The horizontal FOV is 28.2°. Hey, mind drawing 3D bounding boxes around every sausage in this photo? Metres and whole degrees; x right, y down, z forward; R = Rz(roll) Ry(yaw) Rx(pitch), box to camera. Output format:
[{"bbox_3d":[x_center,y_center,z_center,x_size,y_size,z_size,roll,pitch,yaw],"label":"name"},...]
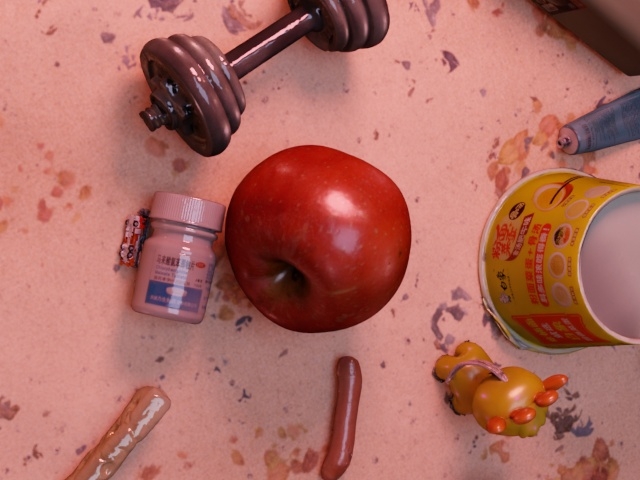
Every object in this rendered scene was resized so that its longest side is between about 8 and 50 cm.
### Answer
[{"bbox_3d":[0.034,0.263,1.874,0.043,0.043,0.186,9,88,-23],"label":"sausage"}]

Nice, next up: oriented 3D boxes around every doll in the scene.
[{"bbox_3d":[0.268,0.224,1.879,0.143,0.221,0.135,-30,106,-16],"label":"doll"}]

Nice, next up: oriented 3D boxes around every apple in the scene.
[{"bbox_3d":[0.000,0.000,1.740,0.260,0.260,0.216,58,45,-14],"label":"apple"}]

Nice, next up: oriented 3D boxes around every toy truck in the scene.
[{"bbox_3d":[-0.254,-0.004,1.752,0.032,0.024,0.083,11,89,-45],"label":"toy truck"}]

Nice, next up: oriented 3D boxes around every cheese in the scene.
[{"bbox_3d":[-0.277,0.278,1.727,0.194,0.065,0.043,-50,115,-16],"label":"cheese"}]

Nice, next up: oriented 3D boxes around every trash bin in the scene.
[{"bbox_3d":[0.440,-0.434,1.970,0.343,0.158,0.223,35,78,-21],"label":"trash bin"}]

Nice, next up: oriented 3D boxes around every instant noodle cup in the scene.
[{"bbox_3d":[0.421,0.037,1.937,0.311,0.221,0.311,0,91,-22],"label":"instant noodle cup"}]

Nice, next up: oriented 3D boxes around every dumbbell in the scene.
[{"bbox_3d":[-0.074,-0.269,1.742,0.406,0.179,0.179,-36,104,-18],"label":"dumbbell"}]

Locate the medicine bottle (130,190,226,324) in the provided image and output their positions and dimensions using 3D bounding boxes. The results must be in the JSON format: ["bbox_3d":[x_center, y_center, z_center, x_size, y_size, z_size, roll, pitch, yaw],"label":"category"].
[{"bbox_3d":[-0.193,0.024,1.736,0.105,0.105,0.168,13,86,-23],"label":"medicine bottle"}]

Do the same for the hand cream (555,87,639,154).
[{"bbox_3d":[0.467,-0.188,2.055,0.224,0.048,0.083,-19,99,-28],"label":"hand cream"}]
